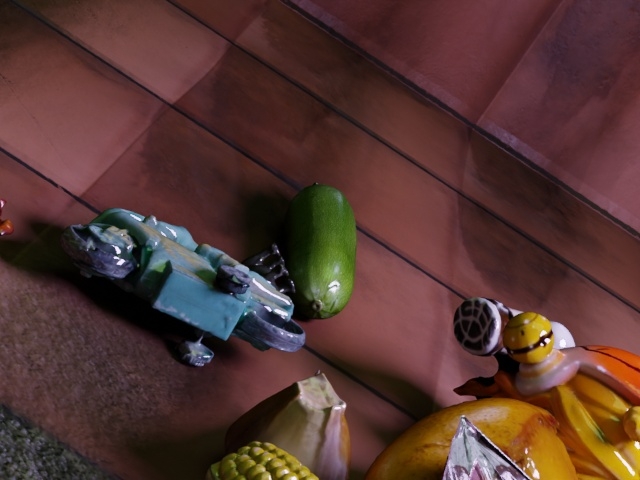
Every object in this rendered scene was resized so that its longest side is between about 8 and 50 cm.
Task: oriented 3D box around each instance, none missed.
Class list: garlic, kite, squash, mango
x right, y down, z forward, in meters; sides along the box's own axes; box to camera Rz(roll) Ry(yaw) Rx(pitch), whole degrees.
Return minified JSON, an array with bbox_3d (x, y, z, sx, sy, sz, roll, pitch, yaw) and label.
[{"bbox_3d":[-0.035,0.199,1.547,0.115,0.128,0.206,-11,-3,-6],"label":"garlic"},{"bbox_3d":[0.171,0.280,1.426,0.323,0.013,0.268,3,57,-46],"label":"kite"},{"bbox_3d":[0.000,0.000,2.097,0.101,0.101,0.379,31,18,-11],"label":"squash"},{"bbox_3d":[0.138,0.278,1.559,0.199,0.201,0.350,1,14,30],"label":"mango"}]

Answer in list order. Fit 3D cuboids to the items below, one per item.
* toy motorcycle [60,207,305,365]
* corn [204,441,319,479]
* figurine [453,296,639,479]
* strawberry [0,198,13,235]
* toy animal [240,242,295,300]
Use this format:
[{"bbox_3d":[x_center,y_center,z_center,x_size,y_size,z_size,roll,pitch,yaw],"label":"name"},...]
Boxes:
[{"bbox_3d":[-0.156,0.045,1.750,0.296,0.109,0.198,26,11,-17],"label":"toy motorcycle"},{"bbox_3d":[0.006,0.305,1.365,0.305,0.122,0.123,49,-11,30],"label":"corn"},{"bbox_3d":[0.294,0.206,1.788,0.323,0.196,0.320,39,-27,50],"label":"figurine"},{"bbox_3d":[-0.390,-0.023,1.557,0.188,0.082,0.121,21,41,-58],"label":"strawberry"},{"bbox_3d":[-0.065,0.056,1.913,0.136,0.065,0.047,-117,-179,-57],"label":"toy animal"}]
